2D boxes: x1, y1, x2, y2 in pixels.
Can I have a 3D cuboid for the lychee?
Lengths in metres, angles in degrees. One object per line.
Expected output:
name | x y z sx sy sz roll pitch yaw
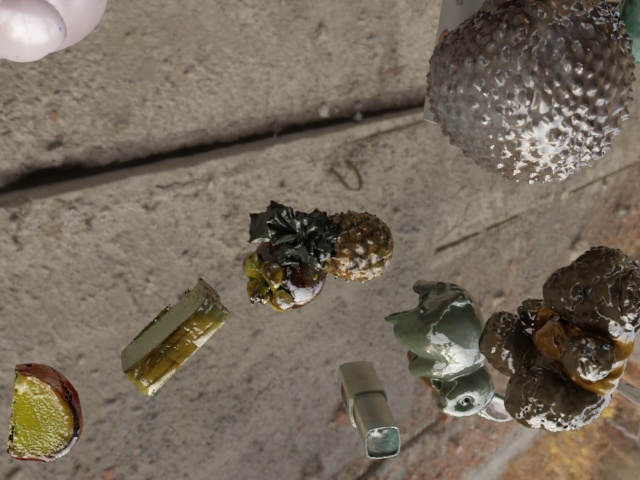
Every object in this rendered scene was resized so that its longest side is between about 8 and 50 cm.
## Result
lychee | 0.287 -0.212 1.069 0.300 0.300 0.299 -27 127 -42

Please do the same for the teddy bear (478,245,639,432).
teddy bear | 0.267 0.096 0.801 0.177 0.140 0.190 -96 -149 -73

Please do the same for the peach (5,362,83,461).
peach | -0.457 0.272 1.258 0.127 0.092 0.172 -17 103 -6

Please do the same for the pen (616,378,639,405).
pen | 0.527 0.255 1.332 0.218 0.026 0.026 -68 177 -86

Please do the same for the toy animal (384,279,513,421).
toy animal | 0.196 0.181 1.088 0.125 0.127 0.251 -32 106 -4

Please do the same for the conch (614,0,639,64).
conch | 0.543 -0.377 1.217 0.277 0.195 0.220 29 88 -31

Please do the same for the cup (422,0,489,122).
cup | 0.306 -0.352 1.328 0.212 0.212 0.317 -10 113 -49

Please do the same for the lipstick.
lipstick | 0.090 0.313 1.444 0.078 0.253 0.078 -6 107 -8

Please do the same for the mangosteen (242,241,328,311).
mangosteen | -0.095 0.082 1.840 0.217 0.192 0.192 -30 129 -50

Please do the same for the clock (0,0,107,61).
clock | -0.435 -0.454 1.091 0.251 0.368 0.376 -12 161 -24

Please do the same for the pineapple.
pineapple | 0.000 -0.001 1.274 0.248 0.128 0.128 10 99 -37

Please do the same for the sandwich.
sandwich | -0.309 0.203 1.656 0.251 0.226 0.087 -45 105 -6
